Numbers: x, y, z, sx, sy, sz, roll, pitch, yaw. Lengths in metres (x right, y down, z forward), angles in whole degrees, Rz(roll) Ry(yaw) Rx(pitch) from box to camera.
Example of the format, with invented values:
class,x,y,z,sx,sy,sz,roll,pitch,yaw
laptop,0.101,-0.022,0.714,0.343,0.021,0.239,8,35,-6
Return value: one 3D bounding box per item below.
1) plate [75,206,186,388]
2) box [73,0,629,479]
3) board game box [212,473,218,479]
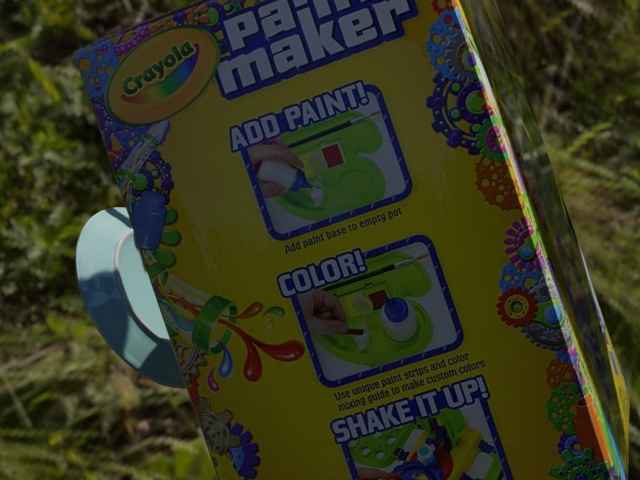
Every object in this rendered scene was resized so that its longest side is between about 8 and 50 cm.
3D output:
class,x,y,z,sx,sy,sz,roll,pitch,yaw
plate,-0.149,0.048,1.299,0.024,0.188,0.188,-33,17,31
box,0.038,0.007,0.745,0.177,0.279,0.290,-19,1,13
board game box,-0.100,0.274,1.132,0.214,0.046,0.317,-63,1,-8
